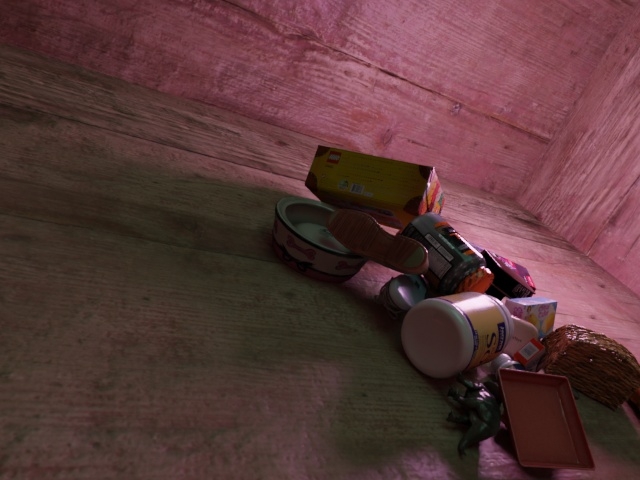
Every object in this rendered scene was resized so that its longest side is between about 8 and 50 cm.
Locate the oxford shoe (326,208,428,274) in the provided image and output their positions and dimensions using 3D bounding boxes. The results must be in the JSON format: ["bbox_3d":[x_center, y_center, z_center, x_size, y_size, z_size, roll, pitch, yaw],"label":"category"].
[{"bbox_3d":[0.190,0.019,1.719,0.397,0.140,0.146,32,-9,29],"label":"oxford shoe"}]

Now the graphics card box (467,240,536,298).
[{"bbox_3d":[0.843,0.140,2.431,0.371,0.094,0.233,24,25,1],"label":"graphics card box"}]

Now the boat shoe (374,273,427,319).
[{"bbox_3d":[0.264,0.191,1.742,0.135,0.156,0.367,56,20,3],"label":"boat shoe"}]

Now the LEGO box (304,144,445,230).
[{"bbox_3d":[0.239,-0.204,2.117,0.500,0.193,0.372,16,-9,23],"label":"LEGO box"}]

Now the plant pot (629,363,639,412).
[{"bbox_3d":[1.234,0.557,1.854,0.205,0.205,0.188,17,11,-17],"label":"plant pot"}]

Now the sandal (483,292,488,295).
[{"bbox_3d":[0.570,0.202,1.905,0.180,0.049,0.072,25,14,35],"label":"sandal"}]

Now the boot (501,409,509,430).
[{"bbox_3d":[0.617,0.527,1.459,0.152,0.073,0.197,43,33,25],"label":"boot"}]

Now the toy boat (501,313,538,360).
[{"bbox_3d":[0.671,0.345,1.845,0.231,0.150,0.151,24,-6,-4],"label":"toy boat"}]

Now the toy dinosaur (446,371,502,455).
[{"bbox_3d":[0.438,0.465,1.377,0.160,0.121,0.313,21,21,7],"label":"toy dinosaur"}]

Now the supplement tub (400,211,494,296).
[{"bbox_3d":[0.463,0.068,1.852,0.207,0.207,0.338,-1,41,-44],"label":"supplement tub"}]

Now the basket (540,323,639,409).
[{"bbox_3d":[1.009,0.430,1.856,0.299,0.213,0.223,29,25,8],"label":"basket"}]

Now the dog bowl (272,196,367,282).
[{"bbox_3d":[0.000,0.000,1.868,0.408,0.150,0.408,20,24,-9],"label":"dog bowl"}]

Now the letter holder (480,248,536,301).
[{"bbox_3d":[0.756,0.208,2.047,0.302,0.152,0.214,31,20,-33],"label":"letter holder"}]

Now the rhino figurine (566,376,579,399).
[{"bbox_3d":[0.798,0.502,1.689,0.243,0.073,0.106,11,31,-31],"label":"rhino figurine"}]

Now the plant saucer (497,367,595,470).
[{"bbox_3d":[0.610,0.497,1.382,0.259,0.047,0.258,12,53,-20],"label":"plant saucer"}]

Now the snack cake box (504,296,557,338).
[{"bbox_3d":[0.833,0.310,1.986,0.264,0.152,0.089,1,9,-40],"label":"snack cake box"}]

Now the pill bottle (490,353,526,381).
[{"bbox_3d":[0.626,0.450,1.607,0.094,0.094,0.169,11,27,-28],"label":"pill bottle"}]

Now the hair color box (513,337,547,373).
[{"bbox_3d":[0.711,0.403,1.687,0.053,0.093,0.167,48,-2,39],"label":"hair color box"}]

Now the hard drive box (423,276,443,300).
[{"bbox_3d":[0.478,0.222,1.935,0.181,0.089,0.232,26,24,2],"label":"hard drive box"}]

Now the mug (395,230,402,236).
[{"bbox_3d":[0.341,0.033,2.205,0.113,0.150,0.169,62,31,-6],"label":"mug"}]

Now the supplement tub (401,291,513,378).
[{"bbox_3d":[0.443,0.289,1.585,0.331,0.241,0.241,-2,36,-44],"label":"supplement tub"}]
